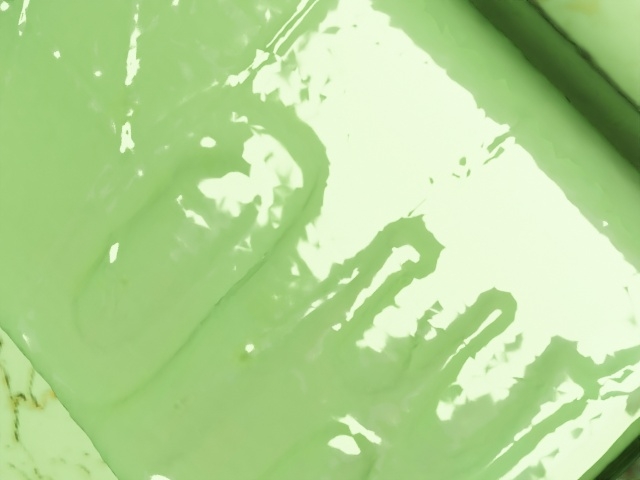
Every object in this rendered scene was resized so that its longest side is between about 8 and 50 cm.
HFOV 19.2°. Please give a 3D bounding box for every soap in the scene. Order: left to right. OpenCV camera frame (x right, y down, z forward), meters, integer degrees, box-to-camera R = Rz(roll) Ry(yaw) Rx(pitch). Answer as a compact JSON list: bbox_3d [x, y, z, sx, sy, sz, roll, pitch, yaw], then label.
[{"bbox_3d":[0.000,0.000,1.073,0.350,0.213,0.435,-44,78,20],"label":"soap"}]
